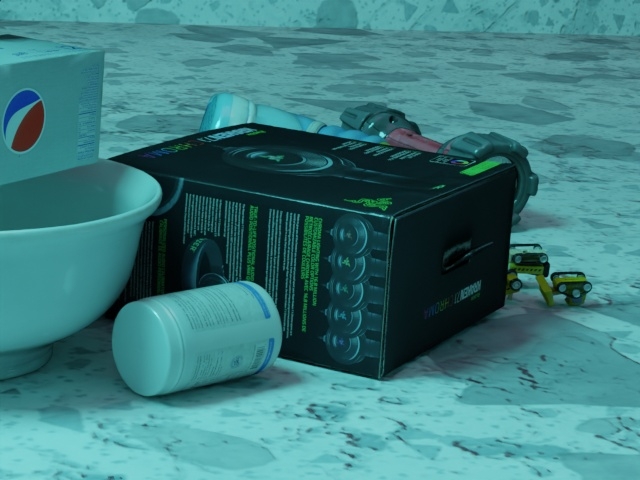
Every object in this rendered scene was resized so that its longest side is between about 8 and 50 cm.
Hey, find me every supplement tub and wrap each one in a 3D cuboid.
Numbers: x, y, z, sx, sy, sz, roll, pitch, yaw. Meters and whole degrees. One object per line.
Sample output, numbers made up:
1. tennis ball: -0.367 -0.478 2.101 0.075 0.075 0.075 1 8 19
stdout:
1. supplement tub: -0.087 0.069 1.273 0.107 0.071 0.071 -8 18 -42

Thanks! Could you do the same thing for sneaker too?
1. sneaker: -0.028 -0.064 1.775 0.208 0.127 0.319 17 3 -6

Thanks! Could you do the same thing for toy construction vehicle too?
1. toy construction vehicle: 0.180 0.036 1.575 0.098 0.035 0.086 -2 25 -12

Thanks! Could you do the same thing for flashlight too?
1. flashlight: 0.114 -0.090 1.924 0.103 0.103 0.304 -6 18 -26

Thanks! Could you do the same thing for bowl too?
1. bowl: -0.265 0.020 1.294 0.298 0.134 0.298 4 14 -1

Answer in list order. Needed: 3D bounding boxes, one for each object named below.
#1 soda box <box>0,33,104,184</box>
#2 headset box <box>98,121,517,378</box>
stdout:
1. soda box: -0.276 -0.084 1.243 0.098 0.091 0.286 13 17 28
2. headset box: 0.000 0.000 1.454 0.283 0.131 0.246 12 16 27
